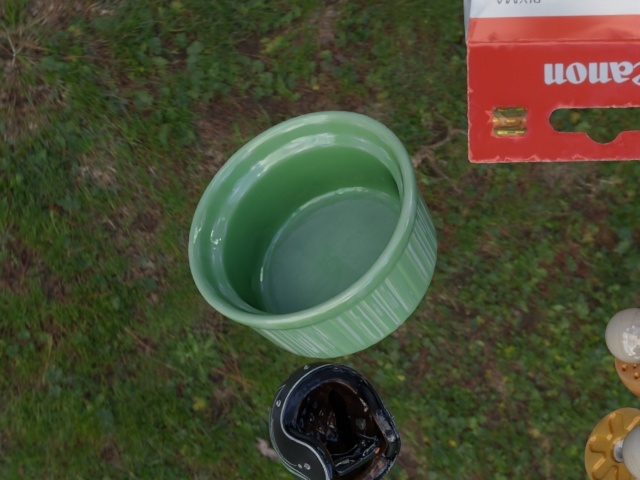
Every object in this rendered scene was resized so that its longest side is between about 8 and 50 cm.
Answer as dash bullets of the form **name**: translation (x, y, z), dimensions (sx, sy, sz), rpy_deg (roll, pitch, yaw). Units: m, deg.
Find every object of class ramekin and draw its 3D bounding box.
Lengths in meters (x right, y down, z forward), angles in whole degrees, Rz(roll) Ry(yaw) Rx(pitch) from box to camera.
- **ramekin**: translation (0.000, 0.000, 1.136), dimensions (0.303, 0.303, 0.148), rpy_deg (-46, 139, -5)

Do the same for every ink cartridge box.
- **ink cartridge box**: translation (0.308, -0.277, 0.942), dimensions (0.308, 0.091, 0.384), rpy_deg (-1, 94, 1)

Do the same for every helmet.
- **helmet**: translation (0.011, 0.245, 1.183), dimensions (0.169, 0.161, 0.169), rpy_deg (-26, 141, -23)

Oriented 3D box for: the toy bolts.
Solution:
- **toy bolts**: translation (0.341, 0.202, 0.950), dimensions (0.158, 0.228, 0.218), rpy_deg (31, 117, -23)
